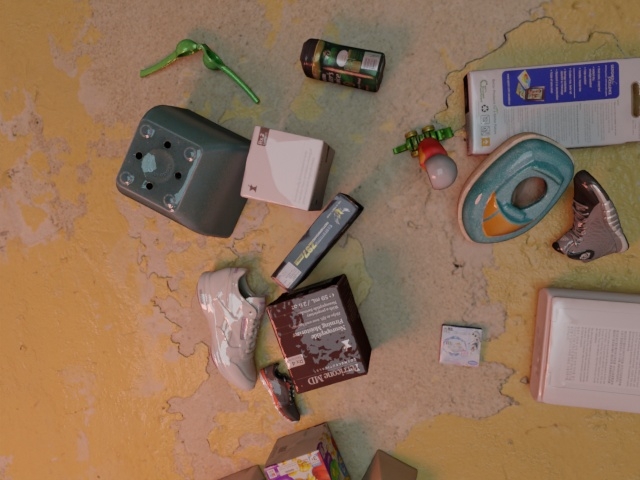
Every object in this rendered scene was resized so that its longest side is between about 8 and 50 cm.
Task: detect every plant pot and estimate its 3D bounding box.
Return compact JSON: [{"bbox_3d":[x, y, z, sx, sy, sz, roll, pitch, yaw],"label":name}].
[{"bbox_3d":[-0.300,-0.154,1.050,0.247,0.252,0.247,27,98,5],"label":"plant pot"},{"bbox_3d":[0.159,0.585,1.113,0.109,0.096,0.109,27,98,6],"label":"plant pot"}]

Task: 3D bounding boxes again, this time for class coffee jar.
[{"bbox_3d":[0.048,-0.391,1.058,0.184,0.096,0.079,15,94,8],"label":"coffee jar"}]

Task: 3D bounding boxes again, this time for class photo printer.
[{"bbox_3d":[0.624,0.235,1.010,0.308,0.107,0.256,3,95,8],"label":"photo printer"}]

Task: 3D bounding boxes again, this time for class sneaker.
[{"bbox_3d":[-0.086,0.370,1.155,0.065,0.061,0.158,-34,89,3],"label":"sneaker"},{"bbox_3d":[0.541,-0.030,0.988,0.132,0.086,0.228,-31,117,20],"label":"sneaker"},{"bbox_3d":[-0.191,0.209,1.128,0.152,0.114,0.305,-16,92,11],"label":"sneaker"}]

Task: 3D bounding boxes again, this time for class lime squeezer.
[{"bbox_3d":[-0.287,-0.415,1.128,0.310,0.059,0.109,15,96,7],"label":"lime squeezer"}]

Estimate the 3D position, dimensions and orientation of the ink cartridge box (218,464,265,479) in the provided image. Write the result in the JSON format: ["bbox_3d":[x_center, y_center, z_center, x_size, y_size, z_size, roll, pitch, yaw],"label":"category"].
[{"bbox_3d":[-0.191,0.737,1.029,0.166,0.395,0.285,-25,90,7],"label":"ink cartridge box"}]

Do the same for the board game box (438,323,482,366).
[{"bbox_3d":[0.325,0.244,1.101,0.090,0.020,0.090,5,94,8],"label":"board game box"}]

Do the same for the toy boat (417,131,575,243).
[{"bbox_3d":[0.337,-0.109,0.960,0.318,0.148,0.267,20,123,-14],"label":"toy boat"}]

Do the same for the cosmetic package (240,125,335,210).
[{"bbox_3d":[-0.066,-0.152,1.048,0.152,0.184,0.151,13,97,8],"label":"cosmetic package"}]

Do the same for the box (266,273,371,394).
[{"bbox_3d":[0.004,0.203,1.072,0.169,0.167,0.203,-19,91,10],"label":"box"}]

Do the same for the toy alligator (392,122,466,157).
[{"bbox_3d":[0.255,-0.231,1.060,0.190,0.051,0.056,-16,92,10],"label":"toy alligator"}]

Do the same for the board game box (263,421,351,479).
[{"bbox_3d":[-0.003,0.604,1.115,0.142,0.144,0.275,-23,91,9],"label":"board game box"}]

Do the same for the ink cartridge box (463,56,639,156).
[{"bbox_3d":[0.499,-0.281,1.007,0.371,0.069,0.175,-3,94,7],"label":"ink cartridge box"}]

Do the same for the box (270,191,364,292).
[{"bbox_3d":[0.000,0.000,1.050,0.059,0.183,0.232,40,98,3],"label":"box"}]
